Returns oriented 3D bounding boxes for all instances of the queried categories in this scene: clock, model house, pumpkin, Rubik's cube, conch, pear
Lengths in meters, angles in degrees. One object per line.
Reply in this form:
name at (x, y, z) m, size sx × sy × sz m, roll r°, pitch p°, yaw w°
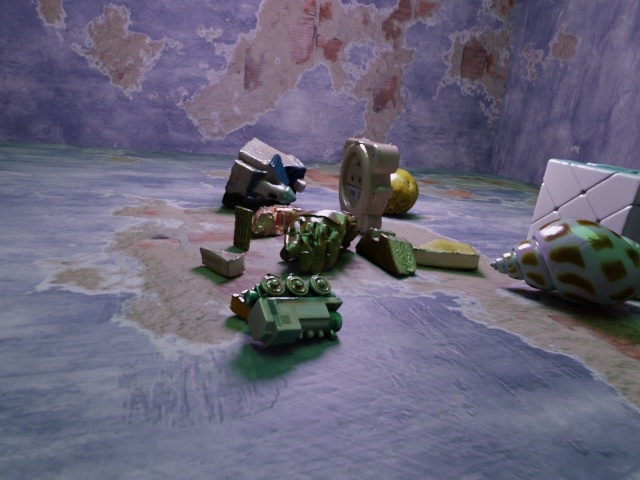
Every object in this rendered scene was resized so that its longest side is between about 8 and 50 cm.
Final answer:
clock at (0.155, -0.196, 1.586) m, size 0.114 × 0.310 × 0.284 m, roll -2°, pitch 18°, yaw -22°
model house at (-0.199, -0.231, 1.751) m, size 0.283 × 0.244 × 0.299 m, roll 20°, pitch 29°, yaw -4°
pumpkin at (-0.123, 0.121, 0.875) m, size 0.074 × 0.054 × 0.083 m, roll 21°, pitch 18°, yaw 28°
Rubik's cube at (0.932, -0.080, 1.476) m, size 0.315 × 0.319 × 0.321 m, roll -2°, pitch 19°, yaw -28°
conch at (0.638, 0.058, 1.128) m, size 0.367 × 0.197 × 0.249 m, roll 21°, pitch -11°, yaw 35°
pear at (0.303, -0.195, 1.873) m, size 0.197 × 0.198 × 0.197 m, roll 6°, pitch 16°, yaw -2°

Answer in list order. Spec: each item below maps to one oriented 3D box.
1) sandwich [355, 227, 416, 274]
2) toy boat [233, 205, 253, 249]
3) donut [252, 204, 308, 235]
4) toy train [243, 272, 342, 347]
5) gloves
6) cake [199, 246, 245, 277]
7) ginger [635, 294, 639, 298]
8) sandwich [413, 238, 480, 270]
sandwich at (0.186, 0.019, 1.269) m, size 0.089 × 0.089 × 0.244 m, roll 2°, pitch 16°, yaw -28°
toy boat at (-0.216, -0.035, 1.250) m, size 0.063 × 0.115 × 0.016 m, roll 18°, pitch 19°, yaw 35°
donut at (-0.097, -0.056, 1.427) m, size 0.232 × 0.085 × 0.199 m, roll 10°, pitch 16°, yaw 7°
toy train at (-0.042, 0.127, 0.812) m, size 0.193 × 0.081 × 0.125 m, roll 5°, pitch 46°, yaw -35°
gloves at (0.002, -0.016, 1.226) m, size 0.154 × 0.141 × 0.331 m, roll 15°, pitch 19°, yaw 24°
cake at (-0.238, 0.048, 1.082) m, size 0.121 × 0.052 × 0.065 m, roll 17°, pitch 25°, yaw 35°
ginger at (0.891, 0.123, 1.255) m, size 0.193 × 0.053 × 0.176 m, roll 19°, pitch 19°, yaw 13°
sandwich at (0.355, 0.035, 1.341) m, size 0.192 × 0.058 × 0.162 m, roll 5°, pitch 15°, yaw 2°
